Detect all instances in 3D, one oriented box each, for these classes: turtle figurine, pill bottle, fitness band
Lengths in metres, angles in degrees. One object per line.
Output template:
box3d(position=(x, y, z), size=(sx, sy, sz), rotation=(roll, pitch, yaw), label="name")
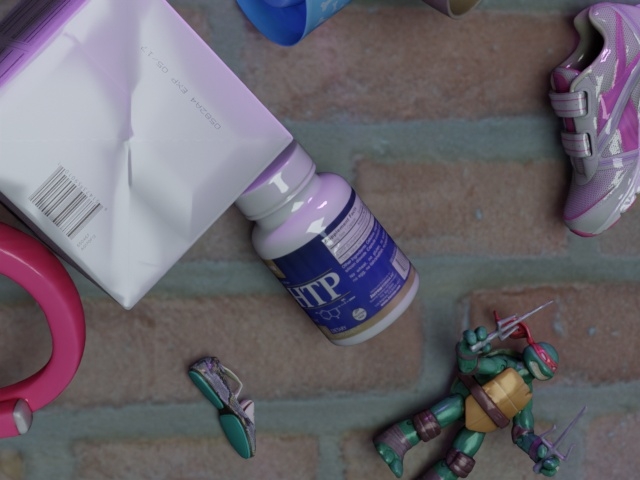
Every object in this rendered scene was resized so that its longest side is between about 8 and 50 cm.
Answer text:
box3d(position=(0.175, 0.170, 1.601), size=(0.234, 0.118, 0.175), rotation=(-41, 96, 5), label="turtle figurine")
box3d(position=(0.000, 0.000, 1.507), size=(0.112, 0.112, 0.187), rotation=(-43, 110, -10), label="pill bottle")
box3d(position=(-0.348, 0.082, 1.360), size=(0.291, 0.054, 0.209), rotation=(-9, 118, 8), label="fitness band")

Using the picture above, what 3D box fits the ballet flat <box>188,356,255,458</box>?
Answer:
box3d(position=(-0.086, 0.160, 1.541), size=(0.041, 0.041, 0.114), rotation=(-34, 110, -13), label="ballet flat")

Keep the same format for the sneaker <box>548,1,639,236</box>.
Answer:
box3d(position=(0.279, -0.131, 1.608), size=(0.111, 0.103, 0.252), rotation=(14, 87, -18), label="sneaker")

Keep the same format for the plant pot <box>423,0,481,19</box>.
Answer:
box3d(position=(0.101, -0.370, 1.427), size=(0.191, 0.284, 0.284), rotation=(28, 87, 12), label="plant pot")

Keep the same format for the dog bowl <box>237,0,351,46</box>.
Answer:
box3d(position=(-0.034, -0.318, 1.387), size=(0.074, 0.166, 0.297), rotation=(-25, 132, -23), label="dog bowl")

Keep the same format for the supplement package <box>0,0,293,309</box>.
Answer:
box3d(position=(-0.194, -0.098, 1.334), size=(0.198, 0.262, 0.199), rotation=(-47, 112, -8), label="supplement package")
